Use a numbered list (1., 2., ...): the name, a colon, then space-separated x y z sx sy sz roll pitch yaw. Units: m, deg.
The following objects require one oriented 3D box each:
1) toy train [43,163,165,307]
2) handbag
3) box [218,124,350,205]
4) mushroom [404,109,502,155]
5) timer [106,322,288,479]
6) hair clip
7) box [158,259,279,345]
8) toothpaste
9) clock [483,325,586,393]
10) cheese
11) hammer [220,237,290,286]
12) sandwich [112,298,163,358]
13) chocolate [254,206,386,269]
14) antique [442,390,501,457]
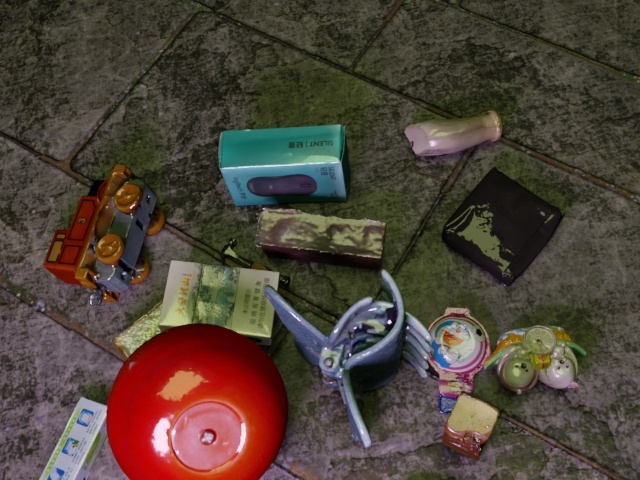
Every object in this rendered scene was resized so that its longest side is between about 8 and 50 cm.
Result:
1. toy train: -0.544 -0.006 1.931 0.232 0.163 0.369 5 65 18
2. handbag: 0.445 -0.040 1.879 0.223 0.080 0.247 36 73 20
3. box: -0.085 -0.185 1.938 0.312 0.205 0.118 -2 66 5
4. mushroom: 0.348 -0.275 1.996 0.247 0.108 0.096 -9 104 4
5. timer: -0.255 0.364 1.613 0.378 0.279 0.377 -1 94 -17
6. hair clip: 0.093 0.242 1.653 0.238 0.318 0.392 -31 63 -10
7. box: -0.231 0.144 1.780 0.257 0.069 0.164 6 64 -1
8. toothpaste: -0.574 0.524 1.725 0.081 0.067 0.336 17 68 13
9. clock: 0.480 0.269 1.713 0.231 0.103 0.144 -6 56 2
10. cheese: 0.310 0.273 1.753 0.155 0.062 0.244 4 76 6
11. hammer: -0.165 0.067 1.925 0.201 0.021 0.078 27 70 18
12. sandwich: -0.326 0.236 1.822 0.251 0.087 0.226 -43 69 -16
13. chocolate: 0.000 0.000 1.893 0.321 0.112 0.111 6 67 8
14. antique: 0.303 0.380 1.558 0.087 0.310 0.093 26 78 16
